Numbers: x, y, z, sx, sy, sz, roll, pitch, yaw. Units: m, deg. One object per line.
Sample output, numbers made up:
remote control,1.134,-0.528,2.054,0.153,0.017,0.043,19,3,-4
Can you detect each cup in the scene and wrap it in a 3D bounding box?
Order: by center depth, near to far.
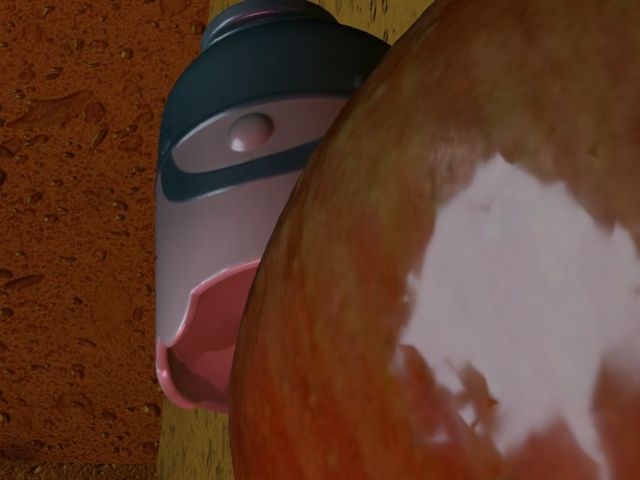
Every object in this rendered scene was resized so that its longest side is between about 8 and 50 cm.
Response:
cup,0.000,0.000,1.211,0.290,0.219,0.258,55,-155,-52

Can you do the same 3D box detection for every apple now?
apple,0.124,0.055,0.413,0.309,0.277,0.250,84,165,-58
